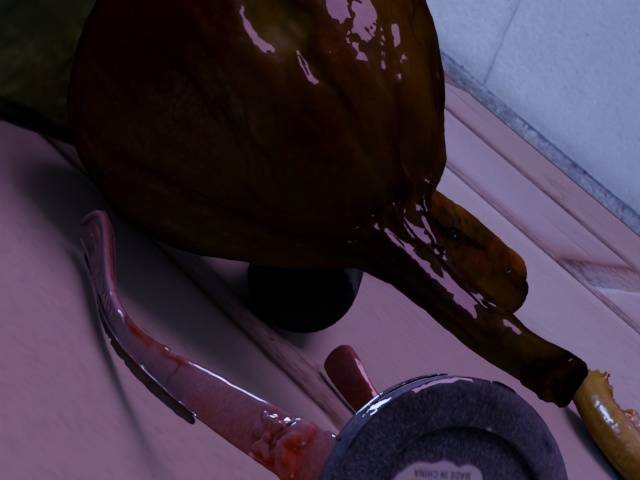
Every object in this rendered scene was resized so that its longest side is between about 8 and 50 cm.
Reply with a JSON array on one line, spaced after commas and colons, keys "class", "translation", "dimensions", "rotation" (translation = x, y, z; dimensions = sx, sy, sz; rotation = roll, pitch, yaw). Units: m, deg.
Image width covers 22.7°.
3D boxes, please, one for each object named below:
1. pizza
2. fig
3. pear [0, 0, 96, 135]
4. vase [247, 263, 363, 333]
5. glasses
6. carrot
[{"class": "pizza", "translation": [0.239, 0.156, 1.091], "dimensions": [0.131, 0.041, 0.178], "rotation": [35, 12, -25]}, {"class": "fig", "translation": [0.015, -0.059, 0.729], "dimensions": [0.290, 0.191, 0.190], "rotation": [25, 0, 40]}, {"class": "pear", "translation": [-0.156, -0.191, 0.908], "dimensions": [0.282, 0.176, 0.286], "rotation": [43, 12, 31]}, {"class": "vase", "translation": [0.000, 0.000, 0.915], "dimensions": [0.060, 0.060, 0.211], "rotation": [38, 13, -3]}, {"class": "glasses", "translation": [0.016, 0.099, 0.660], "dimensions": [0.234, 0.118, 0.268], "rotation": [27, -5, -39]}, {"class": "carrot", "translation": [0.063, -0.006, 1.126], "dimensions": [0.260, 0.070, 0.070], "rotation": [29, 15, -47]}]
